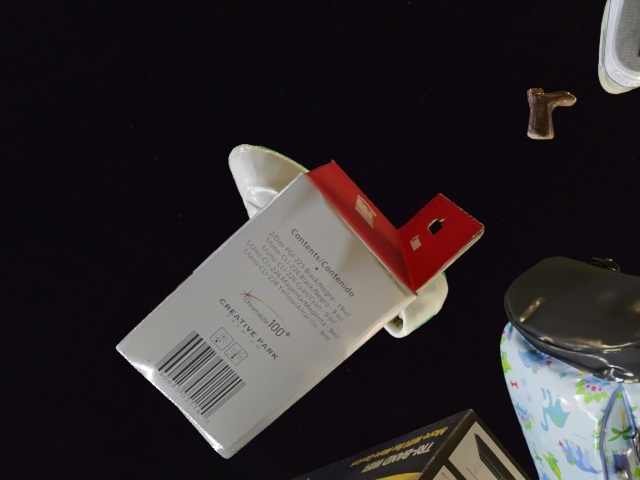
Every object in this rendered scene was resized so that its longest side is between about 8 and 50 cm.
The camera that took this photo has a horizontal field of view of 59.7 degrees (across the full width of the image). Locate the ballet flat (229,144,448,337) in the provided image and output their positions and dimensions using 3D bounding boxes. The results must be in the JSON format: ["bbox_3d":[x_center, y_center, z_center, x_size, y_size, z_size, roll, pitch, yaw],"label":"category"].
[{"bbox_3d":[0.000,0.000,0.823,0.400,0.139,0.139,35,-99,7],"label":"ballet flat"}]

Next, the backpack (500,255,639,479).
[{"bbox_3d":[0.392,0.236,0.749,0.273,0.290,0.355,-37,-71,-6],"label":"backpack"}]

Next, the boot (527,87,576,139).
[{"bbox_3d":[0.466,-0.246,1.122,0.107,0.037,0.114,7,-114,-2],"label":"boot"}]

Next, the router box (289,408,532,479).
[{"bbox_3d":[-0.032,0.247,0.349,0.081,0.309,0.243,50,-130,7],"label":"router box"}]

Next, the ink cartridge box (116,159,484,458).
[{"bbox_3d":[-0.005,0.013,0.557,0.272,0.309,0.130,-42,-86,10],"label":"ink cartridge box"}]

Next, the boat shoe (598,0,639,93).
[{"bbox_3d":[0.413,-0.339,0.717,0.109,0.094,0.301,16,-91,4],"label":"boat shoe"}]
